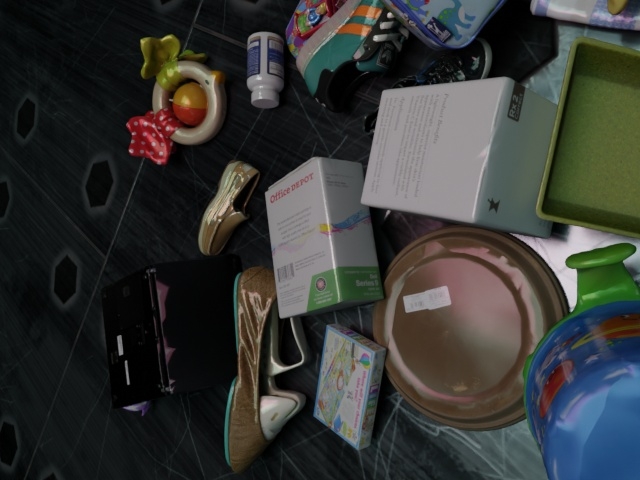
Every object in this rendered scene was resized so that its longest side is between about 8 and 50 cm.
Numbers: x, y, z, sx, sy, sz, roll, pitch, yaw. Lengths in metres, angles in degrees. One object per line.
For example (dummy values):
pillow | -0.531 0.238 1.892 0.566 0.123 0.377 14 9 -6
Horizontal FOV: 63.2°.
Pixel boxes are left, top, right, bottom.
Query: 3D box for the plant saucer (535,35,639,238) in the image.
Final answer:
plant saucer | 0.325 -0.099 0.559 0.188 0.045 0.188 11 93 -7

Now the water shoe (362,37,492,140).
water shoe | 0.148 -0.205 0.729 0.203 0.080 0.073 -42 63 26

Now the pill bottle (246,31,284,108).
pill bottle | -0.098 -0.303 0.933 0.067 0.067 0.120 -5 82 37

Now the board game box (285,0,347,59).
board game box | -0.007 -0.392 0.895 0.133 0.033 0.169 41 109 32

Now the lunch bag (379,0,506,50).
lunch bag | 0.173 -0.366 0.652 0.176 0.090 0.219 40 104 -13

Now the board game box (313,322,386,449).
board game box | 0.041 0.214 0.775 0.103 0.026 0.154 22 108 47

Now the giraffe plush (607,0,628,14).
giraffe plush | 0.366 -0.268 0.503 0.181 0.210 0.170 -59 31 26

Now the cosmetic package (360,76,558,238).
cosmetic package | 0.174 -0.096 0.630 0.183 0.151 0.151 17 96 52

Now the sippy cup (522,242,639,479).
sippy cup | 0.297 0.172 0.467 0.305 0.224 0.240 43 107 21

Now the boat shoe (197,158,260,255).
boat shoe | -0.166 -0.052 0.963 0.072 0.068 0.190 25 101 24

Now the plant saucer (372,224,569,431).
plant saucer | 0.182 0.114 0.698 0.278 0.041 0.278 -4 83 38

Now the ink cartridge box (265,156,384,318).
ink cartridge box | 0.000 0.000 0.791 0.154 0.093 0.212 -24 71 50

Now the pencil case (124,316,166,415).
pencil case | -0.347 0.252 1.057 0.088 0.086 0.206 32 109 -3

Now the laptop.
laptop | -0.271 0.168 0.971 0.264 0.136 0.234 -23 72 33

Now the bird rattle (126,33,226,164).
bird rattle | -0.287 -0.271 1.042 0.207 0.143 0.253 17 99 20

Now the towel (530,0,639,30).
towel | 0.403 -0.340 0.582 0.285 0.034 0.209 27 102 35

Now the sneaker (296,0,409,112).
sneaker | 0.092 -0.317 0.775 0.302 0.108 0.121 -42 64 34

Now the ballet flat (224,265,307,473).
ballet flat | -0.083 0.213 0.859 0.124 0.116 0.342 0 81 17
